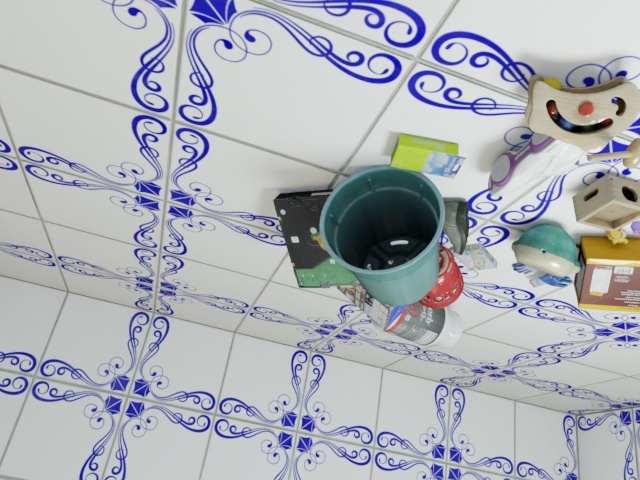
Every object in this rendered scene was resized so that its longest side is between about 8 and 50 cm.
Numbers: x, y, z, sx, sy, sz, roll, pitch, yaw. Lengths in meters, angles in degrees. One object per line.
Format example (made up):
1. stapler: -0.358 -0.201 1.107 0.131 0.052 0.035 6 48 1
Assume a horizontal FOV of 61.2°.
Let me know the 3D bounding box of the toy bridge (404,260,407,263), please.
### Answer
1. toy bridge: 0.336 0.112 2.055 0.188 0.063 0.026 11 154 2

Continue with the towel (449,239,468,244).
1. towel: 0.465 -0.007 1.830 0.060 0.009 0.083 1 152 20

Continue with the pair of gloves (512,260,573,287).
1. pair of gloves: 0.779 0.118 1.913 0.198 0.023 0.159 35 151 -24

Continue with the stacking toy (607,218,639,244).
1. stacking toy: 0.957 -0.044 1.540 0.221 0.052 0.167 1 154 14

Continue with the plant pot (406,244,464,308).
1. plant pot: 0.398 0.121 1.911 0.191 0.191 0.174 -2 148 24

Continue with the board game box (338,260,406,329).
1. board game box: 0.177 0.147 1.943 0.291 0.141 0.232 40 161 19

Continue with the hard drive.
1. hard drive: 0.000 0.000 1.766 0.236 0.064 0.339 -3 117 26

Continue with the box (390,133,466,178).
1. box: 0.283 -0.221 1.431 0.178 0.042 0.109 11 155 -1

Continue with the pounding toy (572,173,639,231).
1. pounding toy: 0.813 -0.105 1.421 0.206 0.094 0.181 12 152 -16

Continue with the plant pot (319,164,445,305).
1. plant pot: 0.205 0.016 1.585 0.341 0.341 0.334 1 151 19

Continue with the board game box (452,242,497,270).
1. board game box: 0.548 0.061 1.917 0.103 0.026 0.154 -11 147 36

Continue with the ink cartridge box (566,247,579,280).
1. ink cartridge box: 0.899 0.080 1.827 0.232 0.066 0.189 31 154 6

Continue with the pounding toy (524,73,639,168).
1. pounding toy: 0.554 -0.257 1.093 0.269 0.155 0.154 21 120 2

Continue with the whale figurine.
1. whale figurine: 0.718 0.030 1.706 0.216 0.141 0.272 22 -177 27

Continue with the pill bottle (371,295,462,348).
1. pill bottle: 0.409 0.325 2.293 0.362 0.210 0.210 23 151 -25

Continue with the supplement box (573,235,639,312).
1. supplement box: 0.903 0.104 1.672 0.191 0.129 0.194 3 124 15

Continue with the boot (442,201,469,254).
1. boot: 0.384 -0.051 1.711 0.161 0.083 0.246 9 147 21

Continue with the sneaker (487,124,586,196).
1. sneaker: 0.538 -0.181 1.336 0.152 0.114 0.305 19 152 -16
